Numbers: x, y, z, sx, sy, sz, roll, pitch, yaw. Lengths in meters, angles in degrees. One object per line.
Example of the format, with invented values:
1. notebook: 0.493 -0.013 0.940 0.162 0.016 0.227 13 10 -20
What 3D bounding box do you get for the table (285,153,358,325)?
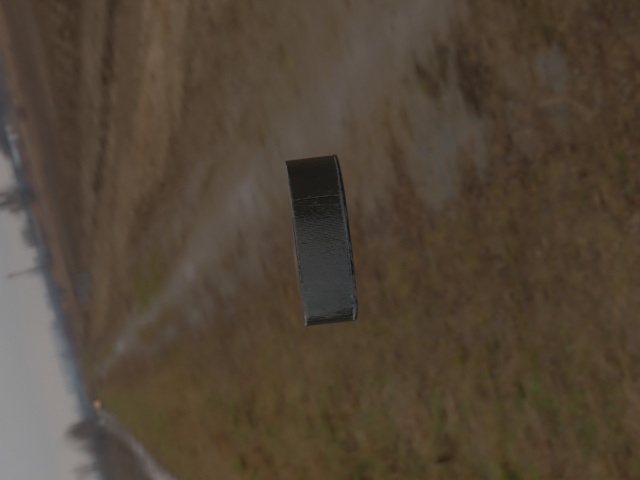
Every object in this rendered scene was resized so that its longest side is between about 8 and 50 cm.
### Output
1. table: 0.000 0.000 1.202 0.133 0.043 0.133 173 90 -88
